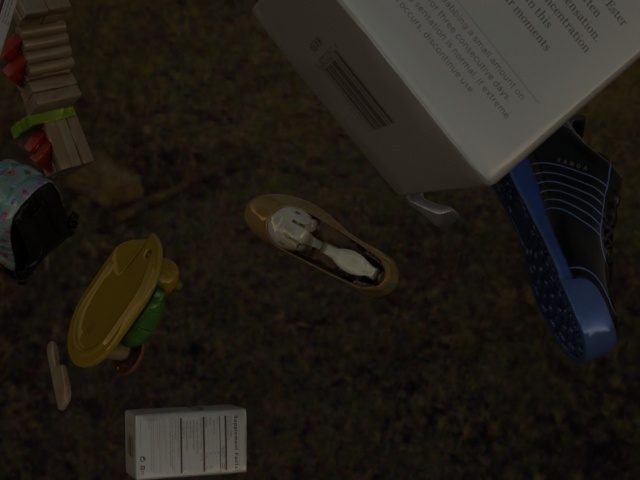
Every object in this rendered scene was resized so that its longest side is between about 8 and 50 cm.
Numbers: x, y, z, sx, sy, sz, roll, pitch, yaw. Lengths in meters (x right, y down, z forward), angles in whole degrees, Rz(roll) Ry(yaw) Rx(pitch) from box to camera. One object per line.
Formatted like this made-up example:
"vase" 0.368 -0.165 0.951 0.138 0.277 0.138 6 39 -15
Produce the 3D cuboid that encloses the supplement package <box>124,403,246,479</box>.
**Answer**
"supplement package" -0.217 0.323 1.714 0.179 0.105 0.105 0 -5 -20

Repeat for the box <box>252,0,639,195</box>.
"box" 0.148 -0.200 0.645 0.168 0.345 0.215 51 -6 -6

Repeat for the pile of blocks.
"pile of blocks" -0.480 -0.266 1.757 0.113 0.362 0.149 -20 25 -40

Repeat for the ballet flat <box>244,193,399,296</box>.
"ballet flat" 0.000 0.000 1.410 0.232 0.080 0.073 26 2 8

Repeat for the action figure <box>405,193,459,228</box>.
"action figure" 0.088 -0.220 1.229 0.179 0.341 0.330 -5 30 -29

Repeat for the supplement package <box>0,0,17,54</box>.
"supplement package" -0.469 -0.256 1.249 0.145 0.204 0.262 19 -7 -30

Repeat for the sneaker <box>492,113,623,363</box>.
"sneaker" 0.201 -0.014 0.832 0.090 0.081 0.232 -12 55 -3

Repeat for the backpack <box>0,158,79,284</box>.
"backpack" -0.463 -0.038 1.645 0.115 0.182 0.152 27 61 10

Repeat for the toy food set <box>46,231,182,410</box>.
"toy food set" -0.231 0.094 1.253 0.071 0.218 0.128 31 11 -36
